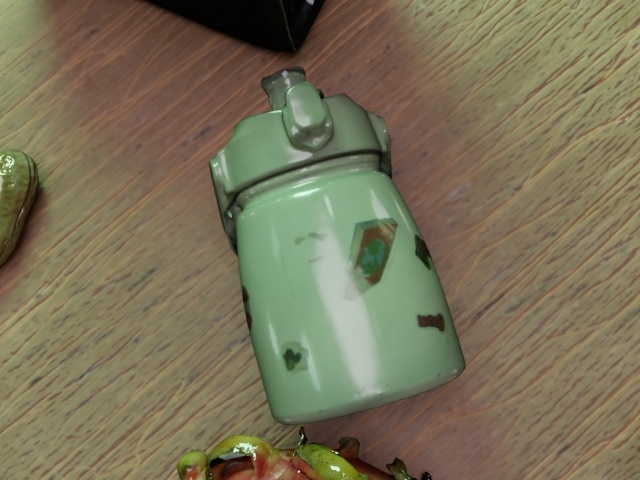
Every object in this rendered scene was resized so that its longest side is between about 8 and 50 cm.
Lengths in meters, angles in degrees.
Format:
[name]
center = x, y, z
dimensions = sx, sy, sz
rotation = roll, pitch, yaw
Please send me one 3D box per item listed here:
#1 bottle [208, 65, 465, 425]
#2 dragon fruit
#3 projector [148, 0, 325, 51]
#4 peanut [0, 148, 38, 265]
[bottle]
center = 0.000, 0.000, 0.887
dimensions = 0.229, 0.229, 0.351
rotation = -18, 85, -1
[dragon fruit]
center = -0.025, 0.308, 0.819
dimensions = 0.291, 0.250, 0.269
rotation = 28, 80, 16
[projector]
center = -0.169, -0.430, 0.900
dimensions = 0.405, 0.395, 0.242
rotation = 25, 81, 9
[peanut]
center = -0.394, -0.028, 0.993
dimensions = 0.080, 0.080, 0.174
rotation = 20, 82, 7
